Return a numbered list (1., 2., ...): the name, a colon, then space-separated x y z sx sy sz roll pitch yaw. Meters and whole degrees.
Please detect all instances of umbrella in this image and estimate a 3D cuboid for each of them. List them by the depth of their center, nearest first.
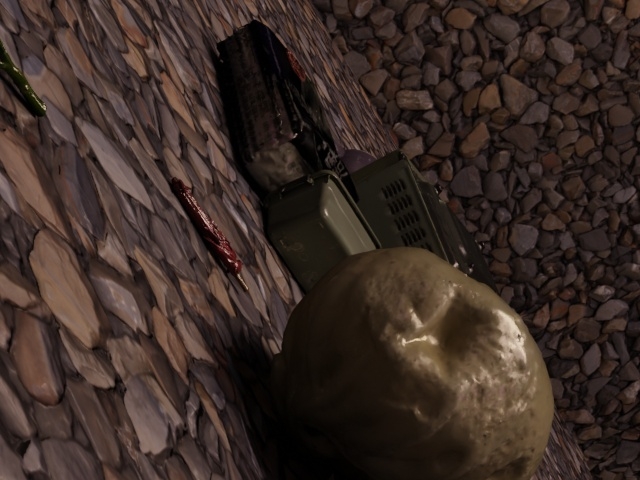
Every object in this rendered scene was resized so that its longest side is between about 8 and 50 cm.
1. umbrella: -0.129 -0.008 1.728 0.165 0.025 0.027 57 30 -18

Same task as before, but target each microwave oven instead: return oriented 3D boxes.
1. microwave oven: 0.160 0.056 2.382 0.355 0.218 0.286 46 19 -56

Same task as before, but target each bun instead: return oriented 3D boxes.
1. bun: 0.086 0.184 1.621 0.211 0.360 0.359 -45 114 -32

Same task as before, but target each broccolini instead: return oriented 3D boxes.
1. broccolini: -0.288 -0.166 1.345 0.035 0.030 0.140 15 -32 40

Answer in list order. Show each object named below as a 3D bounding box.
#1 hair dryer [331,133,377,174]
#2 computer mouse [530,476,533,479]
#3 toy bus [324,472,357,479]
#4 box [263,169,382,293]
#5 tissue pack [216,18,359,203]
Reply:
1. hair dryer: -0.017 -0.206 2.543 0.361 0.121 0.301 55 4 -12
2. computer mouse: 0.200 0.258 2.107 0.184 0.121 0.297 19 16 -26
3. toy bus: 0.046 0.334 1.589 0.172 0.072 0.057 56 11 -22
4. box: 0.000 0.000 2.067 0.172 0.124 0.093 55 24 -27
5. tissue pack: -0.043 -0.161 2.222 0.245 0.123 0.332 50 17 -40
